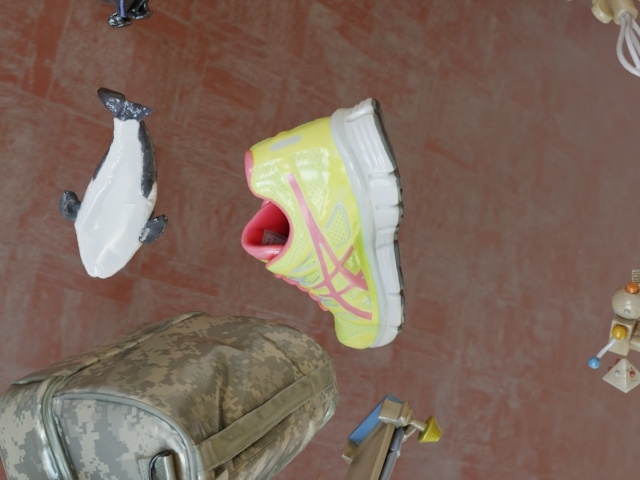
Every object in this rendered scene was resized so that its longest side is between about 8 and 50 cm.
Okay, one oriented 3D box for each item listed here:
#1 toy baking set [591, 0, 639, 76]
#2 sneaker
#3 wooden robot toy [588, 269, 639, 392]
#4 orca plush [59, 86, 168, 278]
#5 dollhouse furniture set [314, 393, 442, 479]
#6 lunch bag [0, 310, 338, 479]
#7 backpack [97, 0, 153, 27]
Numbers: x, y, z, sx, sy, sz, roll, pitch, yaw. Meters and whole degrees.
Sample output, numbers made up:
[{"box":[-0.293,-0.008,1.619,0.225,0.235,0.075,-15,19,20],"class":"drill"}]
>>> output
[{"box":[0.304,-0.253,0.936,0.256,0.030,0.197,39,43,-8],"class":"toy baking set"},{"box":[0.000,0.000,0.549,0.208,0.094,0.081,81,-4,-49],"class":"sneaker"},{"box":[0.330,0.073,0.913,0.173,0.076,0.079,-47,138,-43],"class":"wooden robot toy"},{"box":[-0.300,-0.089,1.296,0.151,0.102,0.287,-2,121,-6],"class":"orca plush"},{"box":[0.090,0.437,1.318,0.198,0.303,0.286,31,39,-3],"class":"dollhouse furniture set"},{"box":[-0.149,0.197,0.948,0.305,0.256,0.213,-22,95,-58],"class":"lunch bag"},{"box":[-0.217,-0.411,0.945,0.213,0.276,0.263,28,67,-11],"class":"backpack"}]
